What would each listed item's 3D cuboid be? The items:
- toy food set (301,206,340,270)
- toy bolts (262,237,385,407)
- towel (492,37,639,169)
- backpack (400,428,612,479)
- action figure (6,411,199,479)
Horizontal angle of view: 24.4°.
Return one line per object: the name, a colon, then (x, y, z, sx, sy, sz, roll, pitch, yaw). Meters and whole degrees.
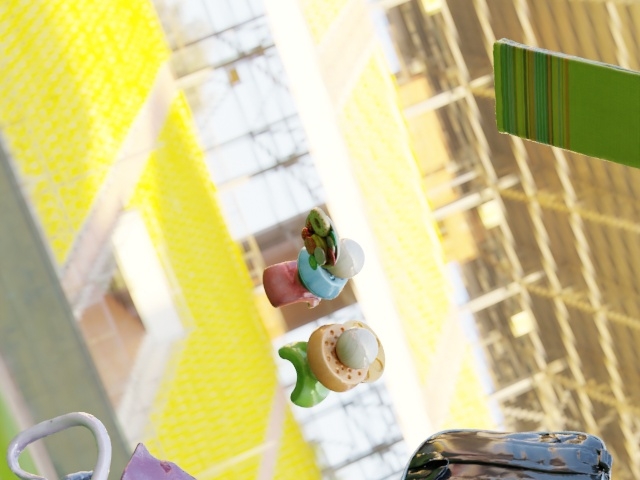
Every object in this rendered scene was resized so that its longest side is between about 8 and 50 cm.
toy food set: (0.000, 0.000, 1.998, 0.083, 0.020, 0.082, -40, -110, 57)
toy bolts: (0.041, 0.107, 2.182, 0.158, 0.218, 0.228, -30, -107, 41)
towel: (0.266, -0.123, 1.402, 0.237, 0.021, 0.102, 19, -50, 36)
backpack: (0.224, 0.345, 1.843, 0.225, 0.254, 0.191, -68, 161, -50)
action figure: (-0.197, 0.367, 1.540, 0.275, 0.248, 0.370, 56, 20, -25)
